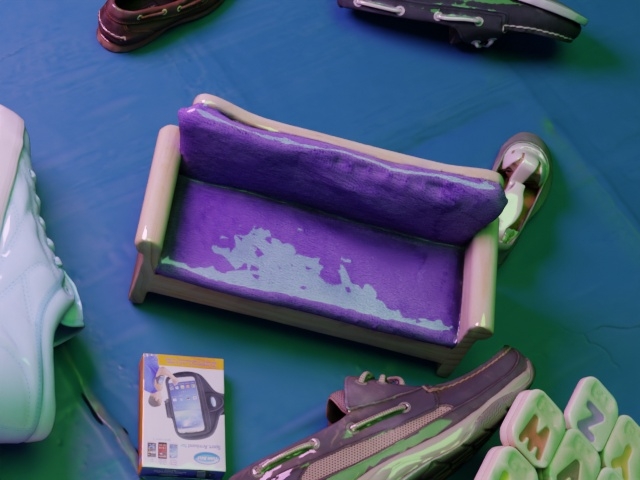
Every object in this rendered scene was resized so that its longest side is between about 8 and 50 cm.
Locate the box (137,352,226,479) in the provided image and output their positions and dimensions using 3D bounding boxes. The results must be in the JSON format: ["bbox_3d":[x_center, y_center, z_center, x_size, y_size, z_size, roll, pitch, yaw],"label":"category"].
[{"bbox_3d":[-0.132,0.175,1.414,0.081,0.028,0.136,5,56,-15],"label":"box"}]

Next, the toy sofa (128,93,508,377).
[{"bbox_3d":[0.000,0.000,1.477,0.363,0.177,0.150,15,55,-9],"label":"toy sofa"}]

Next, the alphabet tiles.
[{"bbox_3d":[0.258,0.279,1.402,0.284,0.021,0.278,47,53,-18],"label":"alphabet tiles"}]

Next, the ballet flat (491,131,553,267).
[{"bbox_3d":[0.219,-0.056,1.648,0.072,0.068,0.213,29,54,1],"label":"ballet flat"}]

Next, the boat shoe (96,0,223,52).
[{"bbox_3d":[-0.165,-0.284,1.669,0.073,0.073,0.207,40,54,11],"label":"boat shoe"}]

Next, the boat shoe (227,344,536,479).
[{"bbox_3d":[0.060,0.183,1.408,0.355,0.132,0.130,-30,72,-32],"label":"boat shoe"}]

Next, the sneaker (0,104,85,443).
[{"bbox_3d":[-0.299,0.037,1.410,0.150,0.135,0.366,29,45,-33],"label":"sneaker"}]

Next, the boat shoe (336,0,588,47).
[{"bbox_3d":[0.167,-0.278,1.762,0.303,0.091,0.114,17,11,-5],"label":"boat shoe"}]
